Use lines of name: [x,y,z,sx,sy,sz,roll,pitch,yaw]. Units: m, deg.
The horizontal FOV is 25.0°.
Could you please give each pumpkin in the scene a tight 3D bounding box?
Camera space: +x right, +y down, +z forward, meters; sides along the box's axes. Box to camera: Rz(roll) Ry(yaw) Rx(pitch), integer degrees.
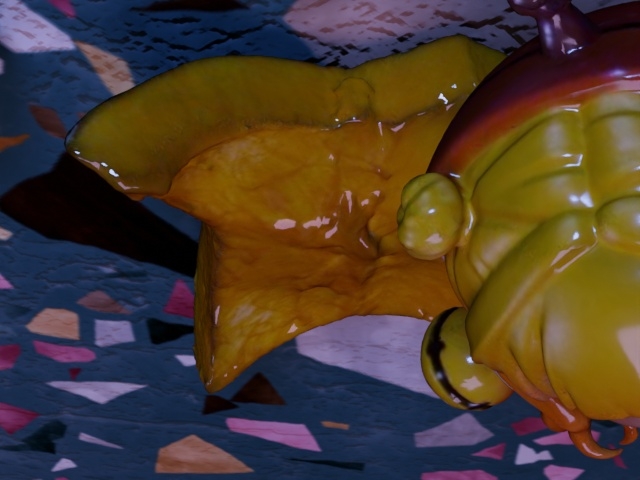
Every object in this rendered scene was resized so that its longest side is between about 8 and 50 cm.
pumpkin: [0.018,-0.014,0.809,0.258,0.095,0.290,-11,147,1]

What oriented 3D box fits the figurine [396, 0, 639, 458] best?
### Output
figurine: [0.177,-0.002,0.690,0.320,0.196,0.323,-16,159,29]
